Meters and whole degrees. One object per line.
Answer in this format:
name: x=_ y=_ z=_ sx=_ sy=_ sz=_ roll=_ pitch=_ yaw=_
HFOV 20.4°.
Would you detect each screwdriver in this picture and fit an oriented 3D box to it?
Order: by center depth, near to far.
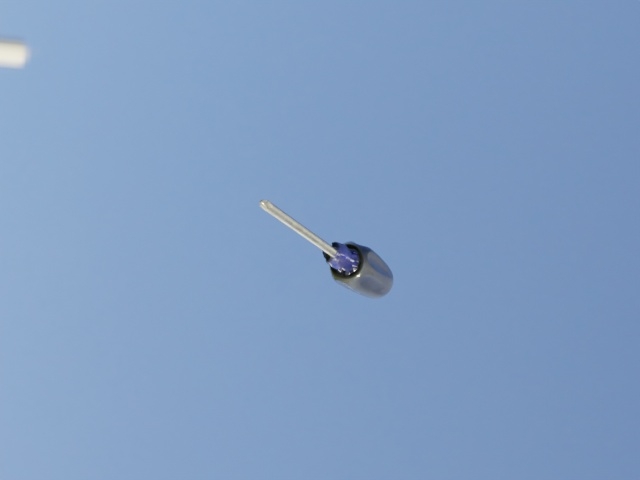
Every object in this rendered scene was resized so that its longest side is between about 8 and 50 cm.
screwdriver: x=0.000 y=0.000 z=0.828 sx=0.024 sy=0.170 sz=0.025 roll=-40 pitch=-117 yaw=6
